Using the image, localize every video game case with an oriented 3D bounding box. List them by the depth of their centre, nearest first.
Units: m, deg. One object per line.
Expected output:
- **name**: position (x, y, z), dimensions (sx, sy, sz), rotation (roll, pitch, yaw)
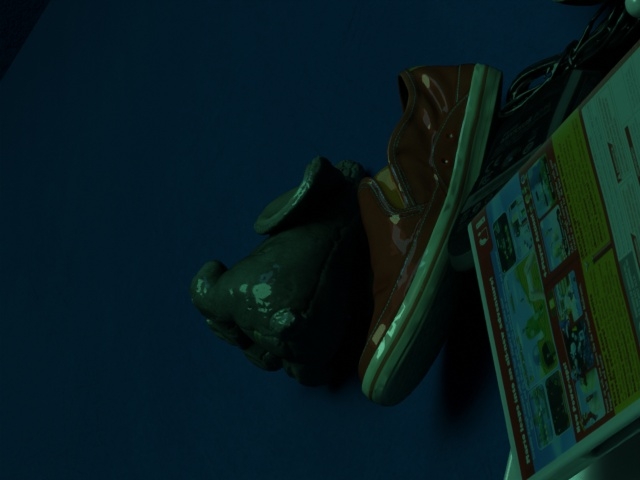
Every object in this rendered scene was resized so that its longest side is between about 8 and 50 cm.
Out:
- **video game case**: position (0.176, 0.016, 0.977), dimensions (0.285, 0.025, 0.204), rotation (128, 139, -56)

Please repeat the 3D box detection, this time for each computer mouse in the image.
- **computer mouse**: position (0.186, -0.064, 1.238), dimensions (0.188, 0.072, 0.272), rotation (-35, 21, 52)

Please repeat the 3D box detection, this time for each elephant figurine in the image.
- **elephant figurine**: position (0.000, 0.000, 1.476), dimensions (0.186, 0.169, 0.239), rotation (22, 69, 38)

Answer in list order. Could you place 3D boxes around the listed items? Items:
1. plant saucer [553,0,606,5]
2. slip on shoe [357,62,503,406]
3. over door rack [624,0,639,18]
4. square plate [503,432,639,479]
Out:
- **plant saucer**: position (0.255, -0.248, 1.284), dimensions (0.168, 0.029, 0.168), rotation (-45, 15, 15)
- **slip on shoe**: position (0.077, -0.012, 1.326), dimensions (0.123, 0.101, 0.331), rotation (82, -160, -59)
- **over door rack**: position (0.306, -0.154, 0.977), dimensions (0.239, 0.108, 0.324), rotation (-36, 27, 39)
- **square plate**: position (0.233, 0.137, 0.981), dimensions (0.344, 0.049, 0.347), rotation (-21, 48, 58)
